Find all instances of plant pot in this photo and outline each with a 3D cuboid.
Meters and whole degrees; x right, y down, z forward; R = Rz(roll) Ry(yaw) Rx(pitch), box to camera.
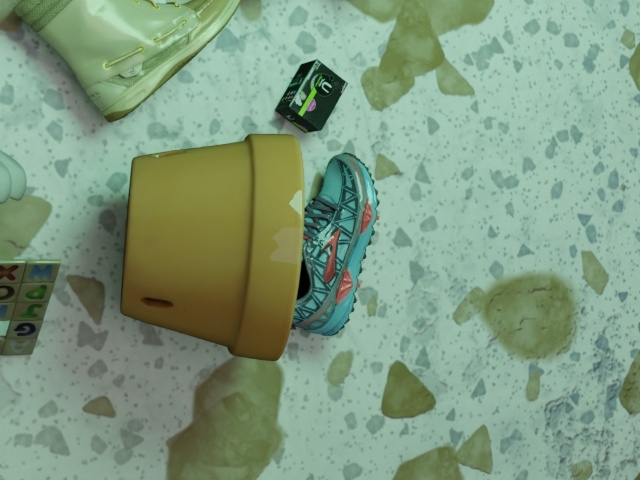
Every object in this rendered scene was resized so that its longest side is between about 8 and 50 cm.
[{"bbox_3d":[-0.145,0.003,1.373,0.203,0.291,0.291,4,90,-10],"label":"plant pot"}]

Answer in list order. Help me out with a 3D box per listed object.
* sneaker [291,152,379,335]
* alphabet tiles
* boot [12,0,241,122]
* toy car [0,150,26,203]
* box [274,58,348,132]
[{"bbox_3d":[0.000,0.000,1.518,0.125,0.104,0.262,12,86,-33],"label":"sneaker"},{"bbox_3d":[-0.440,0.084,1.274,0.237,0.198,0.009,-1,53,-27],"label":"alphabet tiles"},{"bbox_3d":[-0.242,-0.309,1.403,0.262,0.095,0.203,-46,109,-15],"label":"boot"},{"bbox_3d":[-0.443,-0.052,1.268,0.136,0.182,0.159,39,92,-5],"label":"toy car"},{"bbox_3d":[-0.013,-0.204,1.541,0.062,0.052,0.083,34,75,-23],"label":"box"}]
